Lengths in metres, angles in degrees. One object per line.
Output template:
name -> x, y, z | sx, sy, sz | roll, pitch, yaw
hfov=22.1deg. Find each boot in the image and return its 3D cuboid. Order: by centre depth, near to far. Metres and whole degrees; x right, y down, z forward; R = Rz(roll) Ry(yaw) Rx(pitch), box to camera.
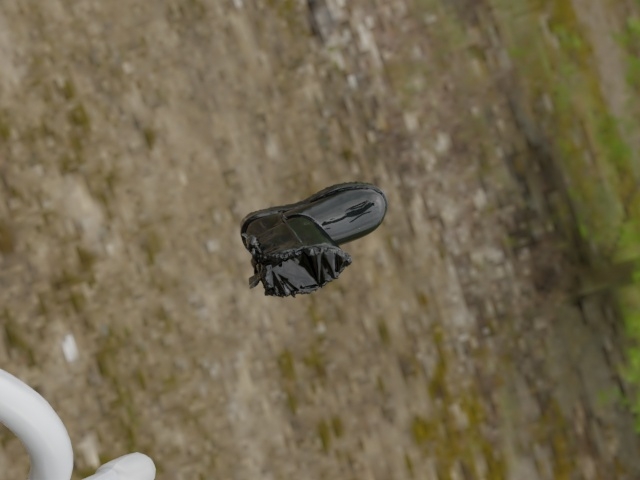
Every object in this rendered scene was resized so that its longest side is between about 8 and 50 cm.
boot -> 0.000, -0.001, 1.177 | 0.099, 0.121, 0.045 | -123, -158, -67

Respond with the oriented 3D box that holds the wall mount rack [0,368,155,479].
wall mount rack -> -0.225, 0.083, 0.606 | 0.304, 0.350, 0.130 | 59, 23, -46
